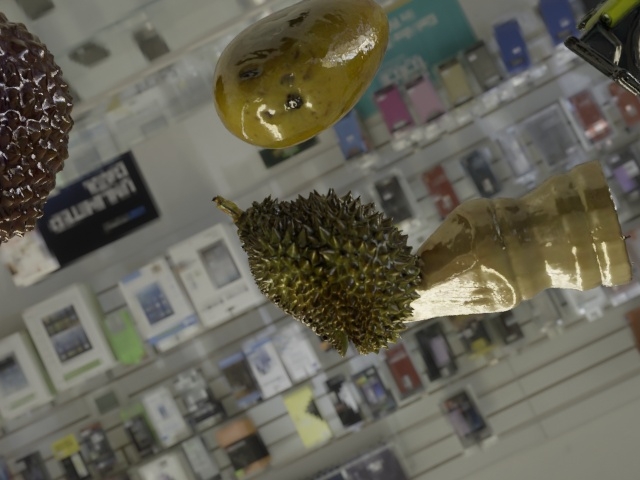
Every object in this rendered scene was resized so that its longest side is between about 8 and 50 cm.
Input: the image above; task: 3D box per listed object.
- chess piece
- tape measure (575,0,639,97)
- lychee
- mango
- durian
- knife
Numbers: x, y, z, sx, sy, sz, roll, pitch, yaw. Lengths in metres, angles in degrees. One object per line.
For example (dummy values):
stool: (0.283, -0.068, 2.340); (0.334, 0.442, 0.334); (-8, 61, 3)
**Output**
chess piece: (0.172, 0.020, 1.202); (0.301, 0.137, 0.137); (-17, 176, 11)
tape measure: (0.329, -0.173, 0.947); (0.112, 0.199, 0.186); (-39, 176, -36)
lychee: (-0.363, -0.104, 1.129); (0.271, 0.271, 0.271); (-26, 174, -3)
mango: (-0.014, -0.156, 0.968); (0.137, 0.098, 0.195); (-6, -144, 37)
durian: (0.000, 0.000, 0.995); (0.146, 0.208, 0.102); (-53, 166, -42)
knife: (0.195, -0.086, 0.667); (0.023, 0.170, 0.010); (25, 107, -40)
